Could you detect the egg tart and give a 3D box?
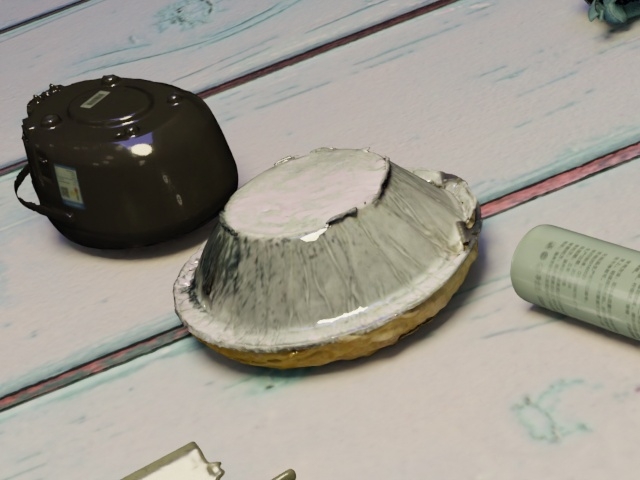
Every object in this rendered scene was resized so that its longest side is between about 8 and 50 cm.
[{"bbox_3d":[0.000,0.000,1.102,0.234,0.094,0.234,-16,29,9],"label":"egg tart"}]

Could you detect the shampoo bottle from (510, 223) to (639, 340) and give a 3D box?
[{"bbox_3d":[0.206,0.037,0.962,0.056,0.056,0.195,-35,34,-27],"label":"shampoo bottle"}]

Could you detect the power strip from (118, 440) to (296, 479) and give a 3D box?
[{"bbox_3d":[-0.130,0.194,0.866,0.268,0.034,0.092,-27,63,-15],"label":"power strip"}]

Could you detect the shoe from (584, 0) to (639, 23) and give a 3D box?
[{"bbox_3d":[0.320,-0.242,1.358,0.207,0.091,0.106,-16,51,-6],"label":"shoe"}]

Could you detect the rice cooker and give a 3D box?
[{"bbox_3d":[-0.164,-0.066,1.276,0.203,0.118,0.142,10,40,35],"label":"rice cooker"}]
